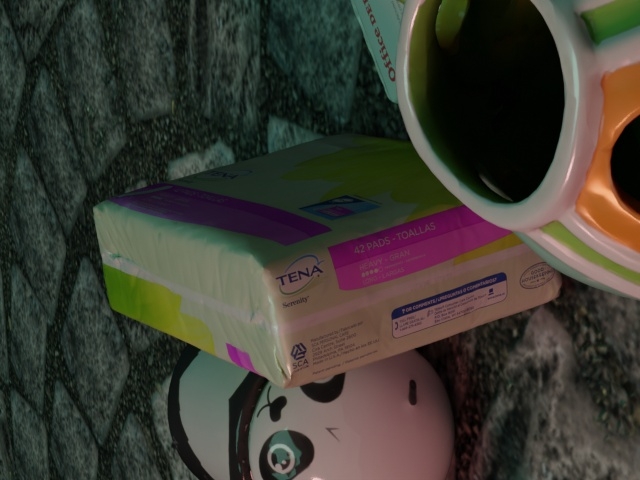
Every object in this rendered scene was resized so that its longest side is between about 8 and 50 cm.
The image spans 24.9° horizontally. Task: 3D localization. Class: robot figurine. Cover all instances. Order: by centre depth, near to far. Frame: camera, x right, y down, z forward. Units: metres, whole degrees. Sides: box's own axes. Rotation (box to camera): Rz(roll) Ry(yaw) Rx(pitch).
[{"bbox_3d":[-0.017,0.137,1.135,0.278,0.173,0.209,13,122,61],"label":"robot figurine"}]

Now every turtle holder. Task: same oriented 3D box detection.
[{"bbox_3d":[0.151,-0.111,0.685,0.320,0.227,0.243,66,150,25],"label":"turtle holder"}]

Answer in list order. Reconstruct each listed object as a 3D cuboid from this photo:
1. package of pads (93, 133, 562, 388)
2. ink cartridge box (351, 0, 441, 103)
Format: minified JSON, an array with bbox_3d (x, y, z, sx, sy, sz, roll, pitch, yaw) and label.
[{"bbox_3d":[0.000,0.000,1.004,0.296,0.229,0.101,16,119,59],"label":"package of pads"},{"bbox_3d":[0.086,-0.174,0.962,0.150,0.063,0.109,-46,59,57],"label":"ink cartridge box"}]
